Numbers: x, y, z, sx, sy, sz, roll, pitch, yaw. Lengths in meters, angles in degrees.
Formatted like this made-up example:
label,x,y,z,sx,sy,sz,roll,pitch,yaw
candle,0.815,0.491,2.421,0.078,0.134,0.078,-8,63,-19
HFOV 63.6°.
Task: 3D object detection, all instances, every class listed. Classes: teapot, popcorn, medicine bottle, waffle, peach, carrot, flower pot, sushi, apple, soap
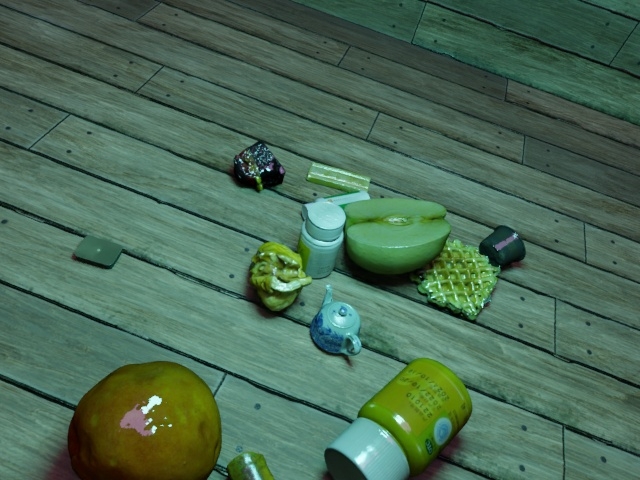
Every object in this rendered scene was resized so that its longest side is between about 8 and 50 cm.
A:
label,x,y,z,sx,sy,sz,roll,pitch,yaw
teapot,0.058,0.254,1.585,0.159,0.158,0.231,-13,55,-24
popcorn,-0.137,0.116,1.627,0.192,0.190,0.253,27,8,-8
medicine bottle,0.059,-0.125,1.938,0.260,0.095,0.095,-11,55,-24
waffle,0.482,0.125,1.856,0.297,0.073,0.317,33,53,12
peach,-0.407,0.442,1.179,0.302,0.342,0.342,-5,49,-46
carrot,-0.123,0.657,1.225,0.114,0.114,0.301,-17,54,-26
flower pot,0.672,0.032,1.941,0.107,0.157,0.157,-27,61,-15
medicine bottle,0.208,0.501,1.364,0.385,0.224,0.224,-30,64,-34
sushi,-0.247,-0.272,1.952,0.151,0.153,0.172,-31,85,-14
apple,0.262,-0.037,1.779,0.361,0.311,0.319,0,73,0
soap,0.072,-0.247,2.082,0.252,0.037,0.092,15,48,-2
medicine bottle,0.000,0.000,1.708,0.144,0.258,0.143,7,49,-8

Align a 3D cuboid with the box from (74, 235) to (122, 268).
label,x,y,z,sx,sy,sz,roll,pitch,yaw
box,-0.703,0.039,1.640,0.126,0.031,0.091,16,49,-2
